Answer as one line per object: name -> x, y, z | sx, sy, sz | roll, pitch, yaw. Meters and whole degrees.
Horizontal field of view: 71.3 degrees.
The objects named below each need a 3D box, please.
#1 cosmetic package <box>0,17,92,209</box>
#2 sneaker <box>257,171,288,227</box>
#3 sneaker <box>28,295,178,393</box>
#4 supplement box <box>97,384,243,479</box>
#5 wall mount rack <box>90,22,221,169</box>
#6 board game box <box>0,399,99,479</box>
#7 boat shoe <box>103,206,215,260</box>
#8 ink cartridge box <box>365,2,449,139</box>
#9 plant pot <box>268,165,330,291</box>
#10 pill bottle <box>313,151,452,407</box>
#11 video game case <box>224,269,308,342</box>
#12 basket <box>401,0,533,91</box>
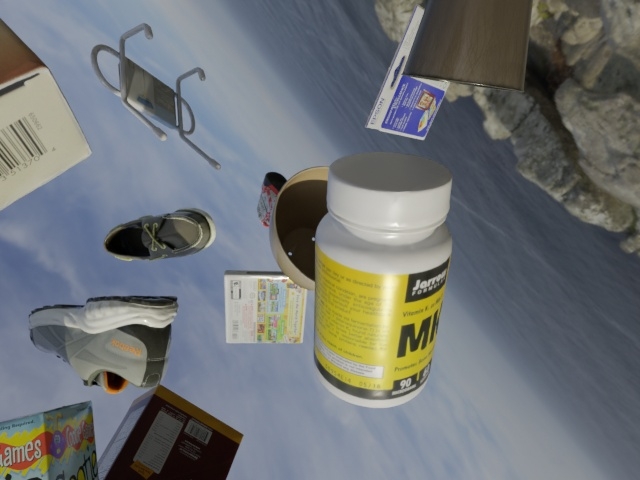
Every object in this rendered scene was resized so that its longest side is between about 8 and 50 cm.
cosmetic package -> -0.366, -0.167, 0.382 | 0.296, 0.153, 0.129 | 43, 156, 8
sneaker -> -0.113, -0.072, 1.358 | 0.090, 0.145, 0.270 | -7, -131, -32
sneaker -> -0.277, 0.128, 0.542 | 0.100, 0.271, 0.108 | 10, -107, -50
supplement box -> -0.274, 0.398, 0.778 | 0.191, 0.129, 0.194 | 39, -137, -17
wall mount rack -> -0.367, -0.326, 1.078 | 0.350, 0.130, 0.305 | 23, -125, -66
board game box -> -0.330, 0.335, 0.479 | 0.142, 0.144, 0.276 | 116, 142, -73
boat shoe -> -0.365, -0.006, 1.001 | 0.091, 0.304, 0.109 | -23, -76, -56
ink cartridge box -> 0.248, -0.438, 1.201 | 0.307, 0.304, 0.072 | -3, -146, -47
plant pot -> 0.000, 0.000, 1.027 | 0.284, 0.284, 0.191 | 51, 149, 1
pill bottle -> 0.053, 0.035, 0.404 | 0.119, 0.119, 0.209 | -117, 25, -59
video game case -> -0.140, 0.175, 1.147 | 0.026, 0.206, 0.227 | -100, 13, -58
basket -> 0.254, -0.370, 0.717 | 0.204, 0.227, 0.154 | 12, -159, 9
